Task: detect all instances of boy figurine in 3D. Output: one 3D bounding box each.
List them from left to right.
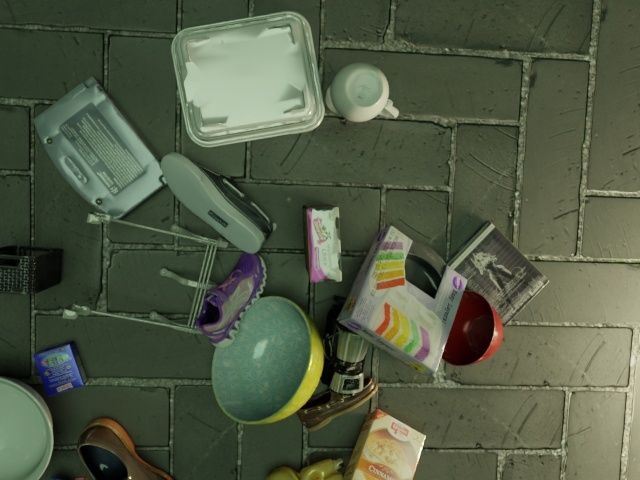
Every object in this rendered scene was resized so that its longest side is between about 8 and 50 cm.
[{"bbox_3d":[0.004,0.620,1.489,0.285,0.092,0.177,5,95,-4],"label":"boy figurine"}]

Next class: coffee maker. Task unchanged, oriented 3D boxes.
[{"bbox_3d":[0.062,0.252,1.446,0.120,0.171,0.178,11,111,1],"label":"coffee maker"}]

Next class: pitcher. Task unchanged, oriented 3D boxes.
[{"bbox_3d":[0.106,-0.320,1.361,0.178,0.207,0.125,15,94,-6],"label":"pitcher"}]

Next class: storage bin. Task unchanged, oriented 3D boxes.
[{"bbox_3d":[-0.665,0.063,1.351,0.122,0.180,0.084,5,95,-4],"label":"storage bin"}]

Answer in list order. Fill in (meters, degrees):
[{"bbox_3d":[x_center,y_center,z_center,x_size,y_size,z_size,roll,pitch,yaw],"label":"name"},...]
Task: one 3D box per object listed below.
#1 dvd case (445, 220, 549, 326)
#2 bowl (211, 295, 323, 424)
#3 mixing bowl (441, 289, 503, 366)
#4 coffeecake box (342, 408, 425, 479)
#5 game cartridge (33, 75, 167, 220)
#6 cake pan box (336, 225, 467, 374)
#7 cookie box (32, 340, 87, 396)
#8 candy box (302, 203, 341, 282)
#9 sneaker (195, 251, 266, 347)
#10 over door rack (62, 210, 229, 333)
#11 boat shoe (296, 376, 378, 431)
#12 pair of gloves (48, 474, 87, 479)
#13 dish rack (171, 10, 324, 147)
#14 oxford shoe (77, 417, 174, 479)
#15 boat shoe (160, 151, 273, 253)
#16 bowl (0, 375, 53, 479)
[{"bbox_3d":[0.436,0.084,1.511,0.221,0.018,0.164,43,92,-7],"label":"dvd case"},{"bbox_3d":[-0.096,0.288,1.405,0.289,0.289,0.156,-54,138,1],"label":"bowl"},{"bbox_3d":[0.368,0.218,1.458,0.098,0.181,0.181,21,94,-38],"label":"mixing bowl"},{"bbox_3d":[0.153,0.526,1.458,0.142,0.068,0.185,30,57,-6],"label":"coffeecake box"},{"bbox_3d":[-0.508,-0.202,1.406,0.198,0.062,0.297,-37,96,4],"label":"game cartridge"},{"bbox_3d":[0.195,0.132,1.383,0.246,0.070,0.266,36,60,-15],"label":"cake pan box"},{"bbox_3d":[-0.619,0.305,1.444,0.092,0.040,0.107,-17,95,-3],"label":"cookie box"},{"bbox_3d":[0.000,0.000,1.366,0.071,0.233,0.159,-3,94,-4],"label":"candy box"},{"bbox_3d":[-0.212,0.128,1.403,0.104,0.095,0.236,36,76,-45],"label":"sneaker"},{"bbox_3d":[-0.396,0.074,1.394,0.324,0.108,0.239,12,94,-26],"label":"over door rack"},{"bbox_3d":[0.038,0.387,1.480,0.207,0.073,0.073,-31,98,-1],"label":"boat shoe"},{"bbox_3d":[-0.561,0.615,1.438,0.198,0.023,0.159,-14,114,33],"label":"pair of gloves"},{"bbox_3d":[-0.169,-0.377,1.407,0.333,0.072,0.285,-10,96,-2],"label":"dish rack"},{"bbox_3d":[-0.446,0.591,1.433,0.130,0.133,0.363,-42,96,0],"label":"oxford shoe"},{"bbox_3d":[-0.233,-0.103,1.410,0.301,0.108,0.102,41,46,-8],"label":"boat shoe"},{"bbox_3d":[-0.748,0.434,1.400,0.298,0.134,0.297,0,95,-4],"label":"bowl"}]
